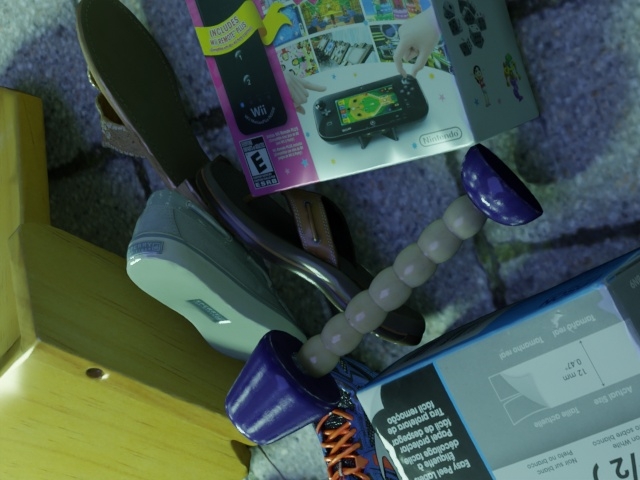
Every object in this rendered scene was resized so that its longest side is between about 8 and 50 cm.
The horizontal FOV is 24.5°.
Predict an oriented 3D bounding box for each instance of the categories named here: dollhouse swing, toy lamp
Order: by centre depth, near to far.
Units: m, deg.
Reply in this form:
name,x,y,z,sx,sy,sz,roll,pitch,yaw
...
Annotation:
name,x,y,z,sx,sy,sz,roll,pitch,yaw
toy lamp,0.038,0.046,1.076,0.275,0.080,0.080,-43,77,14
dollhouse swing,-0.239,0.082,1.403,0.315,0.305,0.347,25,136,-22

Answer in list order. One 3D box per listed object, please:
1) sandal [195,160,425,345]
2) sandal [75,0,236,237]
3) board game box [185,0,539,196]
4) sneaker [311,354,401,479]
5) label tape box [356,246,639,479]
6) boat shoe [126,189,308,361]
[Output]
name,x,y,z,sx,sy,sz,roll,pitch,yaw
sandal,0.000,0.000,1.156,0.219,0.090,0.060,38,106,13
sandal,-0.152,-0.088,1.241,0.079,0.088,0.240,-36,89,37
board game box,0.005,-0.202,1.058,0.224,0.097,0.303,-12,99,42
sneaker,0.040,0.191,1.196,0.083,0.087,0.221,-33,86,42
label tape box,0.213,0.203,1.040,0.249,0.115,0.347,-30,86,43
boat shoe,-0.071,0.032,1.186,0.079,0.227,0.081,-5,60,29
